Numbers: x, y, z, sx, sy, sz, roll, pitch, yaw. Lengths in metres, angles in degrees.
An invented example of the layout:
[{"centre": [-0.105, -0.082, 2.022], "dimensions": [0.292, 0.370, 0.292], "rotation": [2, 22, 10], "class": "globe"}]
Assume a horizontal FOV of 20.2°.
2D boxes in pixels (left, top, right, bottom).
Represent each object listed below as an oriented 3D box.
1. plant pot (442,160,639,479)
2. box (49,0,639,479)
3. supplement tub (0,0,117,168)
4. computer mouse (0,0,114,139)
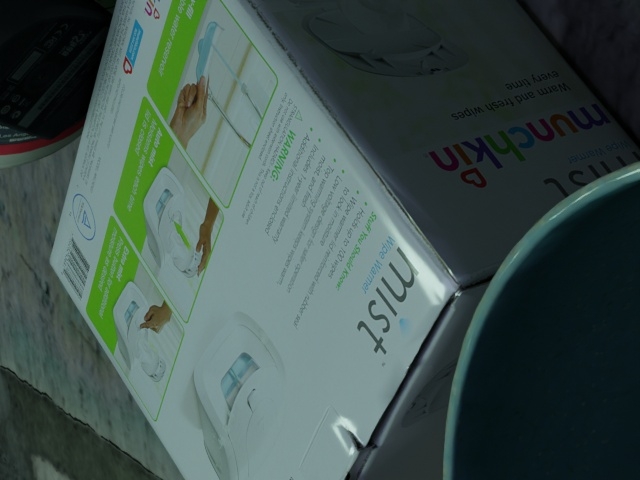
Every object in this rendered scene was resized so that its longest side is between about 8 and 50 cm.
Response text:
[{"centre": [0.198, 0.093, 0.469], "dimensions": [0.290, 0.195, 0.290], "rotation": [32, 131, 46], "class": "plant pot"}, {"centre": [0.000, 0.000, 0.794], "dimensions": [0.231, 0.126, 0.262], "rotation": [53, 144, 26], "class": "box"}, {"centre": [-0.154, -0.174, 0.879], "dimensions": [0.191, 0.191, 0.272], "rotation": [61, 147, 16], "class": "supplement tub"}, {"centre": [-0.107, -0.075, 0.853], "dimensions": [0.071, 0.242, 0.041], "rotation": [-46, 69, 7], "class": "computer mouse"}]
